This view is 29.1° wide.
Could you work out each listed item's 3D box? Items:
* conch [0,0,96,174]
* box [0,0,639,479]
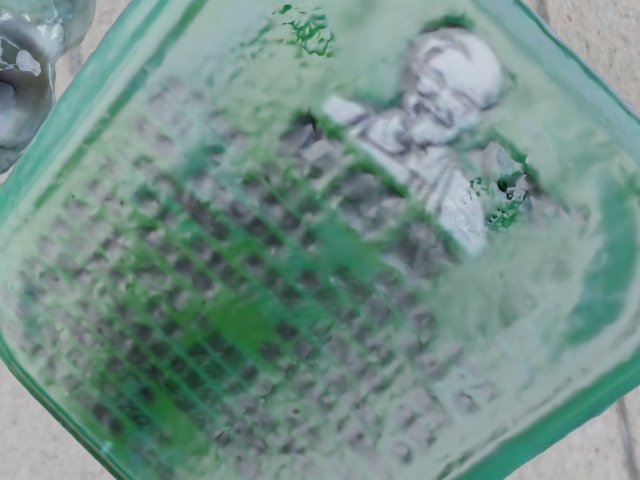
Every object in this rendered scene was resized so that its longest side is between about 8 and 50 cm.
[{"bbox_3d":[-0.282,-0.190,1.027,0.220,0.277,0.195,47,137,-10],"label":"conch"},{"bbox_3d":[0.000,0.000,0.580,0.264,0.106,0.337,45,123,-2],"label":"box"}]
